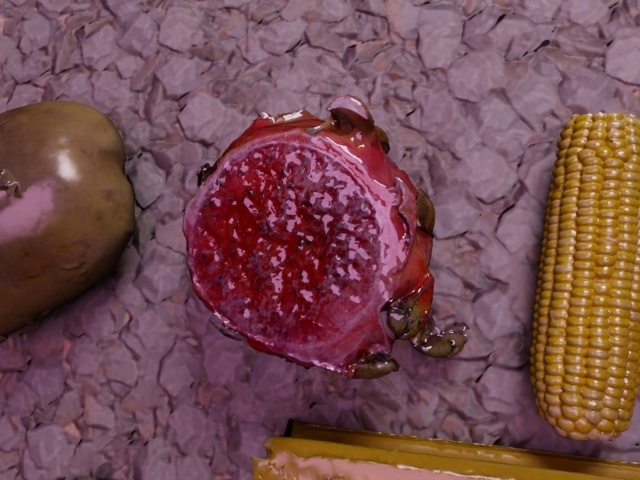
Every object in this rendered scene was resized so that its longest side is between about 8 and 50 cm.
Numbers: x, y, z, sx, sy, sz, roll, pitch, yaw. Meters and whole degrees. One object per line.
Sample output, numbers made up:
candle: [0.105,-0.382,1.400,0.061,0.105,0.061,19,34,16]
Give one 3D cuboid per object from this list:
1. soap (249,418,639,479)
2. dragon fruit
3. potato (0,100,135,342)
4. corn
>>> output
soap: [0.108,0.257,0.357,0.325,0.096,0.204,4,83,11]
dragon fruit: [0.000,0.000,0.386,0.282,0.147,0.211,35,89,14]
potato: [-0.304,-0.008,0.443,0.296,0.141,0.191,-33,76,6]
corn: [0.213,0.026,0.378,0.081,0.081,0.248,8,84,11]
